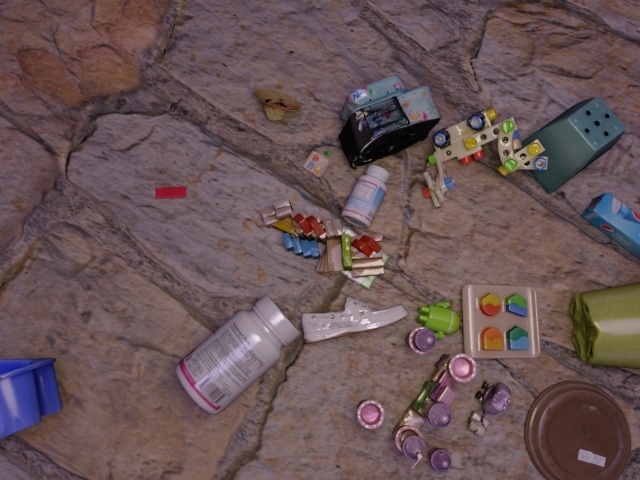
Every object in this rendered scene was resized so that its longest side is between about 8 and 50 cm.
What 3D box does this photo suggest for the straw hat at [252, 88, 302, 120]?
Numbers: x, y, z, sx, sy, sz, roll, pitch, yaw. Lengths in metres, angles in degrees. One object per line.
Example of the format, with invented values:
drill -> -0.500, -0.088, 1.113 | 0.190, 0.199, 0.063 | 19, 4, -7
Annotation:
straw hat -> -0.127, -0.368, 1.400 | 0.145, 0.144, 0.061 | 21, 122, 2

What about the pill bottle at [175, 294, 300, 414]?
pill bottle -> -0.198, 0.275, 1.232 | 0.283, 0.160, 0.160 | -40, 83, -8

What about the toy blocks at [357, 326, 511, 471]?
toy blocks -> 0.284, 0.393, 1.173 | 0.309, 0.260, 0.288 | 36, 80, 5

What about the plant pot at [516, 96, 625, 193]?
plant pot -> 0.667, -0.263, 1.318 | 0.166, 0.234, 0.165 | -35, 83, -8

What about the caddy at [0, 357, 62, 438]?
caddy -> -0.785, 0.372, 1.159 | 0.342, 0.241, 0.179 | -19, 87, -6

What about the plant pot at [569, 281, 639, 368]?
plant pot -> 0.779, 0.212, 1.240 | 0.254, 0.276, 0.275 | -4, 80, 10

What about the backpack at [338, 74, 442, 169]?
backpack -> 0.180, -0.318, 1.322 | 0.254, 0.225, 0.190 | -18, 86, -9

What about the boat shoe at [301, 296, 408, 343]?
boat shoe -> 0.085, 0.191, 1.287 | 0.277, 0.098, 0.096 | -13, 81, -3

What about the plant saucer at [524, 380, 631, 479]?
plant saucer -> 0.666, 0.503, 1.277 | 0.278, 0.041, 0.277 | 0, 80, -2

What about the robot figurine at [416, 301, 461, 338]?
robot figurine -> 0.312, 0.207, 1.306 | 0.115, 0.067, 0.101 | 14, 68, 1

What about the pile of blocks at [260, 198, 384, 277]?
pile of blocks -> 0.000, 0.000, 1.293 | 0.363, 0.112, 0.148 | 19, 80, 9

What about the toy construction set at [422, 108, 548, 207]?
toy construction set -> 0.417, -0.225, 1.342 | 0.328, 0.151, 0.214 | -24, 96, 15

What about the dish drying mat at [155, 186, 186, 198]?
dish drying mat -> -0.413, -0.132, 1.378 | 0.084, 0.008, 0.032 | -4, 79, -1

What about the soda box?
soda box -> 0.834, -0.037, 1.366 | 0.210, 0.067, 0.071 | 38, 81, 5

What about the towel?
towel -> 0.095, 0.049, 1.355 | 0.152, 0.023, 0.113 | 34, 83, 2

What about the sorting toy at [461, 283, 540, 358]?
sorting toy -> 0.479, 0.213, 1.313 | 0.209, 0.038, 0.192 | 2, 80, -10

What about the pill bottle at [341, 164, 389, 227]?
pill bottle -> 0.126, -0.120, 1.350 | 0.087, 0.087, 0.160 | 26, 79, 3

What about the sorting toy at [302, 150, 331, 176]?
sorting toy -> -0.005, -0.227, 1.404 | 0.062, 0.012, 0.083 | 31, 81, 4
